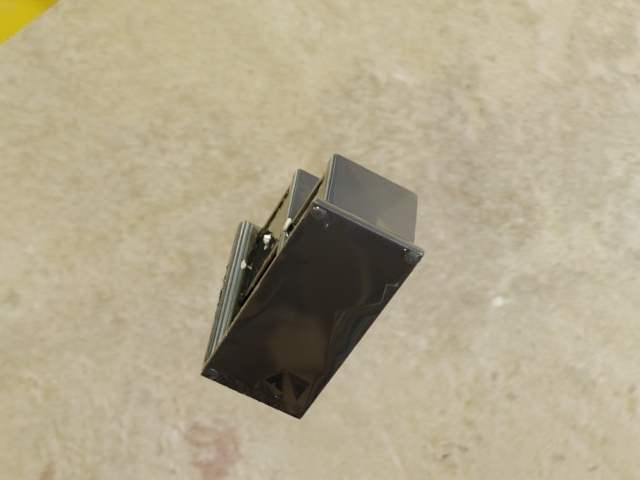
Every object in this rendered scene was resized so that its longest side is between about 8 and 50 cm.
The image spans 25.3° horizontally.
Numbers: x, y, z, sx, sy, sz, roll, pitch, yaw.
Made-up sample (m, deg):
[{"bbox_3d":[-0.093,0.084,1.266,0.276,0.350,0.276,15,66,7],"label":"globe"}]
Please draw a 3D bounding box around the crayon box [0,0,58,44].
[{"bbox_3d":[-0.446,-0.246,1.146,0.313,0.363,0.106,-33,44,17],"label":"crayon box"}]

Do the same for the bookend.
[{"bbox_3d":[0.000,0.000,0.898,0.072,0.156,0.157,26,127,-12],"label":"bookend"}]
